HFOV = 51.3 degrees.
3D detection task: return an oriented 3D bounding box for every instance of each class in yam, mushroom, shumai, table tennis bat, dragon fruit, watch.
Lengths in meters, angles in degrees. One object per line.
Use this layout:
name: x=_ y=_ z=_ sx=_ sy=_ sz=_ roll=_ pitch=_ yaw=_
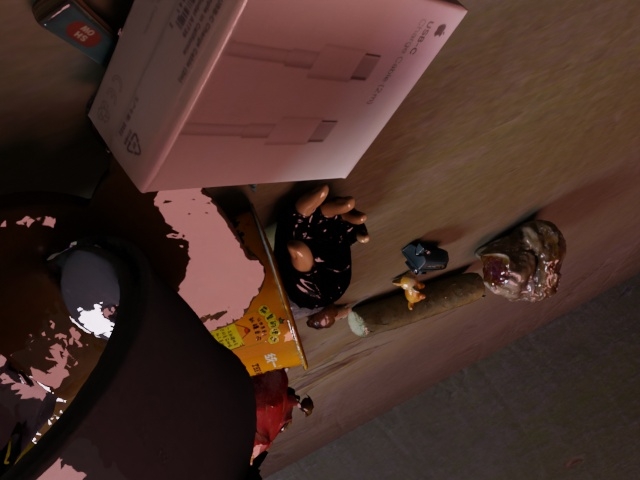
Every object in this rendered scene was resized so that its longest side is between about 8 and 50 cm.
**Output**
yam: x=0.222 y=0.140 z=1.499 sx=0.372 sy=0.083 sz=0.083 roll=-12 pitch=151 yaw=-32
mushroom: x=0.017 y=0.137 z=1.291 sx=0.060 sy=0.061 sz=0.187 roll=-22 pitch=171 yaw=14
shumai: x=0.440 y=0.047 z=1.519 sx=0.186 sy=0.183 sz=0.218 roll=5 pitch=169 yaw=4
table tennis bat: x=-0.141 y=-0.130 z=0.578 sx=0.154 sy=0.021 sz=0.274 roll=-35 pitch=158 yaw=8
dragon fruit: x=-0.192 y=0.280 z=1.082 sx=0.291 sy=0.250 sz=0.269 roll=-50 pitch=170 yaw=26
watch: x=-0.193 y=0.113 z=0.523 sx=0.335 sy=0.327 sz=0.314 roll=-32 pitch=127 yaw=-2

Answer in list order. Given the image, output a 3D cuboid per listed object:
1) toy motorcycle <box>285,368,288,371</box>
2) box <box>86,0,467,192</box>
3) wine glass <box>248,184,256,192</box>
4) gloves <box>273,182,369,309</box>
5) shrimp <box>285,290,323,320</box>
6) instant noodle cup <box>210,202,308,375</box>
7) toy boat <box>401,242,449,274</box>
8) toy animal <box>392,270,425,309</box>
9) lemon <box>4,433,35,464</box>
toy motorcycle: x=-0.202 y=0.350 z=1.375 sx=0.341 sy=0.107 sz=0.222 roll=-28 pitch=152 yaw=-24
box: x=-0.031 y=-0.148 z=0.542 sx=0.252 sy=0.106 sz=0.203 roll=-11 pitch=145 yaw=-50
wine glass: x=-0.046 y=-0.086 z=0.757 sx=0.083 sy=0.042 sz=0.039 roll=-23 pitch=-175 yaw=-24
gloves: x=0.000 y=0.000 z=0.903 sx=0.164 sy=0.124 sz=0.203 roll=-49 pitch=147 yaw=-45
shrimp: x=-0.078 y=0.094 z=1.050 sx=0.233 sy=0.079 sz=0.090 roll=0 pitch=107 yaw=-46
instant noodle cup: x=-0.126 y=0.080 z=0.811 sx=0.173 sy=0.215 sz=0.215 roll=-18 pitch=156 yaw=-6
toy boat: x=0.211 y=0.036 z=1.299 sx=0.141 sy=0.055 sz=0.060 roll=3 pitch=133 yaw=-53
toy animal: x=0.186 y=0.104 z=1.402 sx=0.083 sy=0.061 sz=0.081 roll=14 pitch=97 yaw=-64
lemon: x=-0.473 y=0.455 z=1.019 sx=0.336 sy=0.336 sz=0.336 roll=-26 pitch=157 yaw=-12
